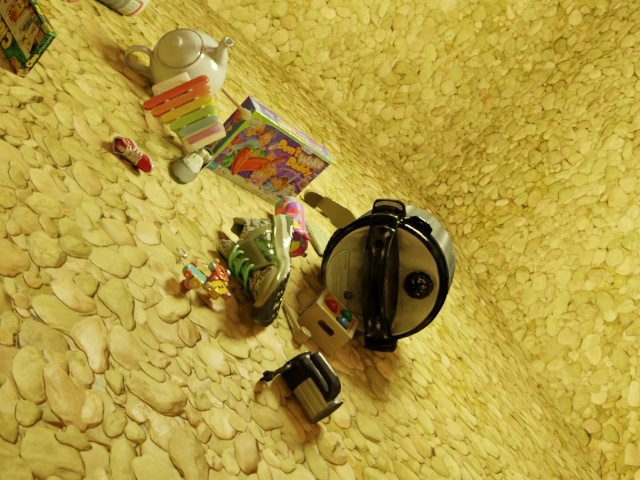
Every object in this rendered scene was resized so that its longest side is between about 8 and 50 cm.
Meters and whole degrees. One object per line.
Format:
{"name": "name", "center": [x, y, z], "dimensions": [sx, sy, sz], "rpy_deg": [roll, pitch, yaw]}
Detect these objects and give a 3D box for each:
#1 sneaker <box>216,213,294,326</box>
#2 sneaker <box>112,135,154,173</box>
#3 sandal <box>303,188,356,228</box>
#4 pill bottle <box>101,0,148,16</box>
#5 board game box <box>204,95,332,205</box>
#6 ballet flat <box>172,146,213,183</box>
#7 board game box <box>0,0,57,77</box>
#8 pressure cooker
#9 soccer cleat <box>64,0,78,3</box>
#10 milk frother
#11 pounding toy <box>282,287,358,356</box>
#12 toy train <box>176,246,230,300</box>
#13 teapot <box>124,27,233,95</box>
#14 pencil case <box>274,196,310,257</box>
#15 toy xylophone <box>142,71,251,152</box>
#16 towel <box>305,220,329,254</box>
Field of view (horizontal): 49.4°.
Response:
{"name": "sneaker", "center": [-0.169, 0.062, 1.692], "dimensions": [0.182, 0.158, 0.410], "rpy_deg": [11, 28, -7]}
{"name": "sneaker", "center": [-0.456, -0.208, 1.681], "dimensions": [0.118, 0.042, 0.067], "rpy_deg": [45, 13, 18]}
{"name": "sandal", "center": [0.040, -0.128, 2.540], "dimensions": [0.240, 0.088, 0.079], "rpy_deg": [33, 28, -22]}
{"name": "pill bottle", "center": [-0.713, -0.878, 2.306], "dimensions": [0.283, 0.161, 0.161], "rpy_deg": [22, 31, -53]}
{"name": "board game box", "center": [-0.164, -0.258, 2.126], "dimensions": [0.347, 0.233, 0.078], "rpy_deg": [28, 26, -43]}
{"name": "ballet flat", "center": [-0.345, -0.216, 1.902], "dimensions": [0.072, 0.068, 0.213], "rpy_deg": [44, 19, -9]}
{"name": "board game box", "center": [-0.707, -0.513, 1.613], "dimensions": [0.259, 0.136, 0.030], "rpy_deg": [54, 23, 22]}
{"name": "pressure cooker", "center": [0.197, 0.084, 2.000], "dimensions": [0.370, 0.375, 0.420], "rpy_deg": [50, 18, 1]}
{"name": "soccer cleat", "center": [-0.805, -0.830, 2.108], "dimensions": [0.248, 0.095, 0.083], "rpy_deg": [48, 18, 3]}
{"name": "milk frother", "center": [-0.041, 0.315, 1.468], "dimensions": [0.143, 0.129, 0.134], "rpy_deg": [-25, 66, -25]}
{"name": "pounding toy", "center": [-0.004, 0.197, 1.764], "dimensions": [0.181, 0.094, 0.206], "rpy_deg": [47, 18, -2]}
{"name": "toy train", "center": [-0.259, 0.080, 1.528], "dimensions": [0.166, 0.046, 0.125], "rpy_deg": [30, 24, -49]}
{"name": "teapot", "center": [-0.420, -0.551, 2.116], "dimensions": [0.252, 0.256, 0.187], "rpy_deg": [42, -10, 20]}
{"name": "pencil case", "center": [-0.085, -0.041, 2.071], "dimensions": [0.104, 0.104, 0.236], "rpy_deg": [38, 20, -26]}
{"name": "toy xylophone", "center": [-0.345, -0.369, 1.962], "dimensions": [0.323, 0.236, 0.081], "rpy_deg": [44, -20, 39]}
{"name": "towel", "center": [0.000, 0.000, 2.284], "dimensions": [0.110, 0.027, 0.148], "rpy_deg": [21, 31, -54]}
